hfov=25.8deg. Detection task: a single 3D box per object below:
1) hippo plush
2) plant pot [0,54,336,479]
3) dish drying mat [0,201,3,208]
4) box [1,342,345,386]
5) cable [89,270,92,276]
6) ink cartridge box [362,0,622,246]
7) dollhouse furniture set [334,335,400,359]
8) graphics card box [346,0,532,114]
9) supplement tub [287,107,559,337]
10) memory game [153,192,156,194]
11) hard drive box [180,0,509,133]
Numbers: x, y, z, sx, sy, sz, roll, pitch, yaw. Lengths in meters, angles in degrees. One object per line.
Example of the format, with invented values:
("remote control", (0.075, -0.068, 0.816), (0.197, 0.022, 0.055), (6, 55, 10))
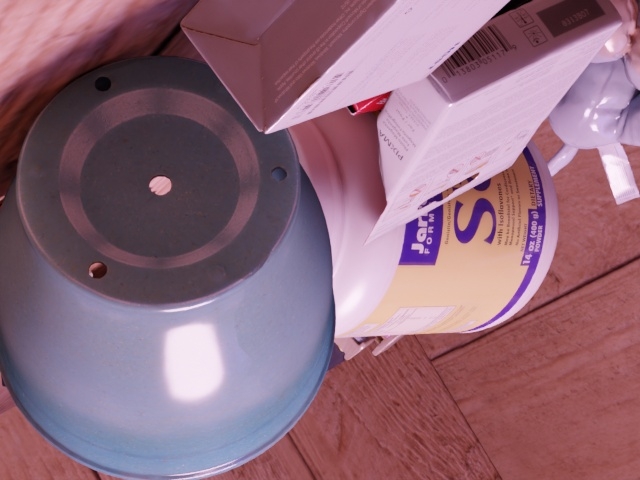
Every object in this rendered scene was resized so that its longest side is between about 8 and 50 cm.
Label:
("hippo plush", (0.344, -0.216, 1.478), (0.234, 0.294, 0.237), (15, -121, 34))
("plant pot", (-0.112, 0.010, 0.996), (0.271, 0.272, 0.255), (-30, 163, -16))
("dish drying mat", (-0.258, -0.027, 1.148), (0.083, 0.008, 0.032), (-33, 177, 23))
("box", (-0.186, 0.137, 1.898), (0.394, 0.097, 0.318), (6, -163, 32))
("cable", (-0.347, 0.084, 1.320), (0.287, 0.072, 0.139), (-32, -165, -20))
("ink cartridge box", (0.123, -0.104, 1.158), (0.189, 0.066, 0.232), (-28, 168, -28))
("dollhouse furniture set", (0.000, 0.000, 1.711), (0.198, 0.286, 0.303), (-47, 169, 23))
("graphics card box", (0.186, -0.244, 1.187), (0.371, 0.094, 0.233), (-31, 177, 21))
("supplement tub", (0.046, -0.024, 1.374), (0.331, 0.241, 0.241), (1, 155, -43))
("memory game", (-0.256, -0.003, 1.514), (0.186, 0.012, 0.186), (-31, 177, -2))
("hard drive box", (0.051, -0.172, 0.880), (0.181, 0.089, 0.232), (-41, 172, 30))
